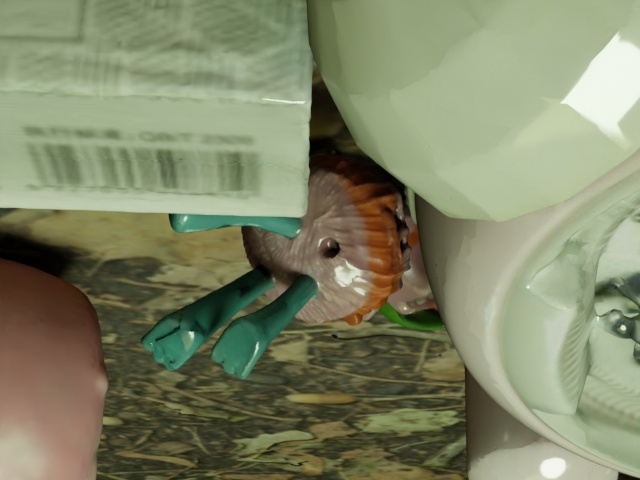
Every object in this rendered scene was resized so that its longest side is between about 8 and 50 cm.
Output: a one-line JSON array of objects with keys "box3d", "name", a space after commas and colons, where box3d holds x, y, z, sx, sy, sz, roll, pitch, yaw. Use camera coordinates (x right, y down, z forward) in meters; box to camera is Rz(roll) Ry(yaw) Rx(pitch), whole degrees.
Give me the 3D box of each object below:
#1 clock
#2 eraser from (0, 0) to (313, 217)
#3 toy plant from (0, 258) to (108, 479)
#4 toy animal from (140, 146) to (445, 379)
[{"box3d": [0.180, -0.032, 0.452, 0.342, 0.184, 0.326, -7, 151, 7], "name": "clock"}, {"box3d": [-0.203, -0.073, 0.476, 0.404, 0.096, 0.098, 3, 158, -1], "name": "eraser"}, {"box3d": [-0.286, 0.061, 0.687, 0.356, 0.210, 0.317, 14, 121, -18], "name": "toy plant"}, {"box3d": [0.000, 0.000, 0.604, 0.208, 0.103, 0.100, -13, 138, -59], "name": "toy animal"}]
